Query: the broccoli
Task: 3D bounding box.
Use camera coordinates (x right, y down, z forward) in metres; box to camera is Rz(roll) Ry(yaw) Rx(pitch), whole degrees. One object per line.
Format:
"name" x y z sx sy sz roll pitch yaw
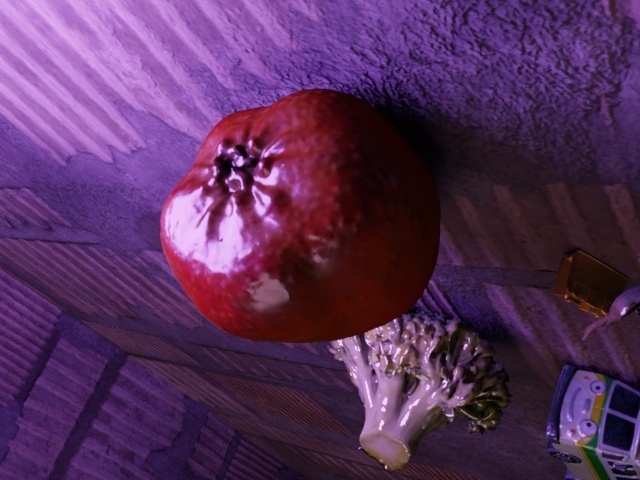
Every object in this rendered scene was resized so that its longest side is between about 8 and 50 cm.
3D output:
"broccoli" 0.132 0.220 1.191 0.248 0.246 0.288 43 145 -18

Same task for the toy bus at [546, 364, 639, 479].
"toy bus" 0.470 0.319 1.231 0.164 0.134 0.276 6 152 34

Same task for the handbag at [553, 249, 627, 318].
"handbag" 0.322 0.055 0.910 0.083 0.061 0.027 29 153 -10

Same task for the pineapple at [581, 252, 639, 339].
"pineapple" 0.406 0.079 0.738 0.272 0.262 0.262 47 149 -18

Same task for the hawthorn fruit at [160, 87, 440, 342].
"hawthorn fruit" 0.000 0.000 0.852 0.287 0.287 0.330 2 154 38
